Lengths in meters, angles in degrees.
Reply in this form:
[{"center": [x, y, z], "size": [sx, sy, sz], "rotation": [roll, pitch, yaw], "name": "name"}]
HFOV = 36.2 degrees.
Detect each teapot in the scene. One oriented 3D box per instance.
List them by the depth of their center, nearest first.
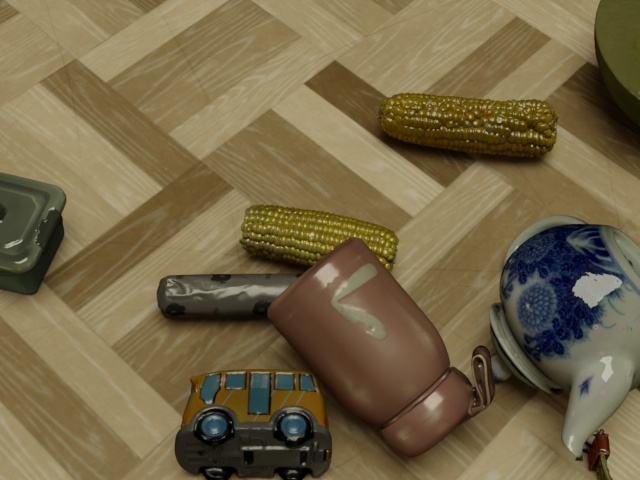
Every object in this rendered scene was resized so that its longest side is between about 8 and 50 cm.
[{"center": [0.346, 0.116, 1.391], "size": [0.252, 0.280, 0.424], "rotation": [35, 29, -28], "name": "teapot"}]

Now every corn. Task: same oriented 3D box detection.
[{"center": [0.000, 0.000, 1.524], "size": [0.244, 0.093, 0.093], "rotation": [13, 57, 6], "name": "corn"}, {"center": [0.249, -0.195, 1.665], "size": [0.313, 0.102, 0.102], "rotation": [3, 56, 2], "name": "corn"}]

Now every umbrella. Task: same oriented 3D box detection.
[{"center": [-0.076, 0.083, 1.479], "size": [0.337, 0.073, 0.067], "rotation": [0, 84, -2], "name": "umbrella"}]

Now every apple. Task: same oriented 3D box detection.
[{"center": [0.648, -0.319, 1.655], "size": [0.312, 0.320, 0.360], "rotation": [32, 59, -27], "name": "apple"}]

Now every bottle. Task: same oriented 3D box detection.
[{"center": [0.090, 0.145, 1.345], "size": [0.206, 0.173, 0.297], "rotation": [-42, 84, 19], "name": "bottle"}]

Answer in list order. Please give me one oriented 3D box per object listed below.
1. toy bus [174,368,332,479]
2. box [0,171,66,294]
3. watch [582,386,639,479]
[{"center": [-0.090, 0.246, 1.341], "size": [0.210, 0.126, 0.136], "rotation": [0, 48, -2], "name": "toy bus"}, {"center": [-0.508, -0.018, 1.495], "size": [0.227, 0.130, 0.162], "rotation": [13, 56, 5], "name": "box"}, {"center": [0.454, 0.295, 1.357], "size": [0.165, 0.102, 0.268], "rotation": [-18, 51, -12], "name": "watch"}]
